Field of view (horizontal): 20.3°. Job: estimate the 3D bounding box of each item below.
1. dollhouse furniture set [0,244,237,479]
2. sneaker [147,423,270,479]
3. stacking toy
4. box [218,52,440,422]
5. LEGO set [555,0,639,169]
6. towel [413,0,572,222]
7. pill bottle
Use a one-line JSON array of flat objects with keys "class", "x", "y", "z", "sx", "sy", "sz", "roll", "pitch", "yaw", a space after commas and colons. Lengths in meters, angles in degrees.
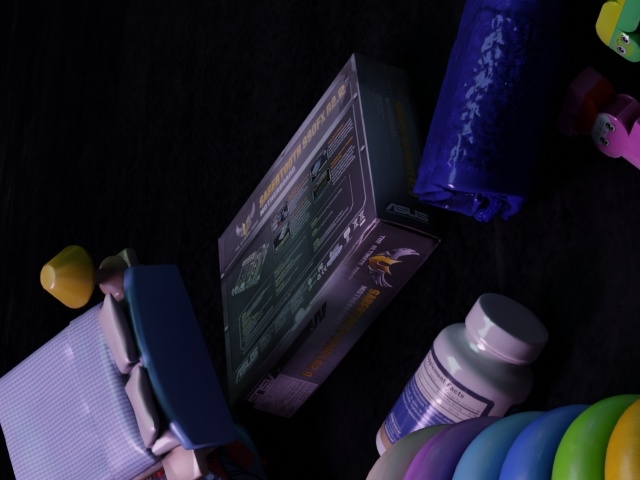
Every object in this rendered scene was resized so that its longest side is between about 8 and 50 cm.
[{"class": "dollhouse furniture set", "x": -0.220, "y": 0.189, "z": 1.261, "sx": 0.286, "sy": 0.198, "sz": 0.303, "roll": -32, "pitch": 69, "yaw": 39}, {"class": "sneaker", "x": -0.095, "y": 0.204, "z": 1.344, "sx": 0.262, "sy": 0.125, "sz": 0.104, "roll": 32, "pitch": 103, "yaw": 66}, {"class": "stacking toy", "x": 0.160, "y": 0.129, "z": 0.863, "sx": 0.330, "sy": 0.141, "sz": 0.141, "roll": -26, "pitch": 50, "yaw": 52}, {"class": "box", "x": 0.000, "y": 0.000, "z": 1.372, "sx": 0.231, "sy": 0.056, "sz": 0.183, "roll": -52, "pitch": 30, "yaw": 36}, {"class": "LEGO set", "x": 0.210, "y": -0.121, "z": 0.970, "sx": 0.087, "sy": 0.093, "sz": 0.227, "roll": -44, "pitch": -17, "yaw": -23}, {"class": "towel", "x": 0.137, "y": -0.163, "z": 1.110, "sx": 0.227, "sy": 0.076, "sz": 0.308, "roll": -177, "pitch": 102, "yaw": -89}, {"class": "pill bottle", "x": 0.089, "y": 0.094, "z": 1.101, "sx": 0.120, "sy": 0.067, "sz": 0.067, "roll": -60, "pitch": 27, "yaw": 24}]
